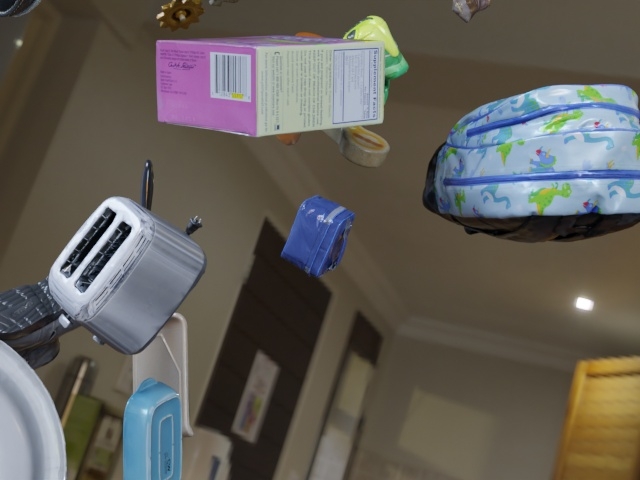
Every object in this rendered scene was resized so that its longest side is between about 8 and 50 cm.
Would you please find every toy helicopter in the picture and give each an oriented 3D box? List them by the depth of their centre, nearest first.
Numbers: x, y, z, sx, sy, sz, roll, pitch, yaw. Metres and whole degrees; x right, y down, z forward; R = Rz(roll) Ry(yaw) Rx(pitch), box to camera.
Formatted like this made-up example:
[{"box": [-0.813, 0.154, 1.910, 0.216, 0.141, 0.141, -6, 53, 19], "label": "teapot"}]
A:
[{"box": [-0.017, -0.233, 1.905, 0.235, 0.140, 0.355, -5, 38, -41], "label": "toy helicopter"}]

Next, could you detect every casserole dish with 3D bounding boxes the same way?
[{"box": [-0.226, 0.284, 1.510, 0.037, 0.189, 0.114, 6, 11, 23], "label": "casserole dish"}]

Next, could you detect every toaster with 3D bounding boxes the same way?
[{"box": [-0.264, 0.039, 1.514, 0.129, 0.227, 0.146, 39, 0, 37], "label": "toaster"}]

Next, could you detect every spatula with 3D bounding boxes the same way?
[{"box": [-0.290, 0.006, 1.871, 0.030, 0.297, 0.084, -3, -10, -13], "label": "spatula"}]

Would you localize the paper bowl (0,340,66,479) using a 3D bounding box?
[{"box": [-0.366, 0.204, 0.965, 0.284, 0.284, 0.148, 24, -18, -20], "label": "paper bowl"}]

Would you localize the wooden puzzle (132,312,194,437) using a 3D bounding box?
[{"box": [-0.311, 0.271, 2.170, 0.044, 0.239, 0.221, -1, -9, -36], "label": "wooden puzzle"}]

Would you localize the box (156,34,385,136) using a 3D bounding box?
[{"box": [-0.068, -0.221, 1.528, 0.243, 0.117, 0.213, -11, 17, -43], "label": "box"}]

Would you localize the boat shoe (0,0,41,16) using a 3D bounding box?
[{"box": [-0.435, -0.424, 1.560, 0.114, 0.091, 0.302, 39, -46, 4], "label": "boat shoe"}]

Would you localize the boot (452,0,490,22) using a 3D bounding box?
[{"box": [0.246, -0.431, 1.872, 0.037, 0.114, 0.106, -22, -80, 38], "label": "boot"}]

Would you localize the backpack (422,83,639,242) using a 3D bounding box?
[{"box": [0.326, -0.100, 1.561, 0.290, 0.274, 0.355, 4, 14, -6], "label": "backpack"}]

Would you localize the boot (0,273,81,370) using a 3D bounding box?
[{"box": [-0.502, 0.150, 2.121, 0.338, 0.118, 0.223, -16, -28, -29], "label": "boot"}]

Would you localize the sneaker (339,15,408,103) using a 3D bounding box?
[{"box": [0.032, -0.231, 1.701, 0.123, 0.109, 0.295, 50, -31, -4], "label": "sneaker"}]

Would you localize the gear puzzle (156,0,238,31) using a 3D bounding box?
[{"box": [-0.175, -0.476, 1.869, 0.175, 0.044, 0.339, -1, -33, -40], "label": "gear puzzle"}]

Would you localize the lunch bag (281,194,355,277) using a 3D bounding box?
[{"box": [0.000, 0.000, 1.380, 0.065, 0.098, 0.067, 28, 23, 16], "label": "lunch bag"}]
